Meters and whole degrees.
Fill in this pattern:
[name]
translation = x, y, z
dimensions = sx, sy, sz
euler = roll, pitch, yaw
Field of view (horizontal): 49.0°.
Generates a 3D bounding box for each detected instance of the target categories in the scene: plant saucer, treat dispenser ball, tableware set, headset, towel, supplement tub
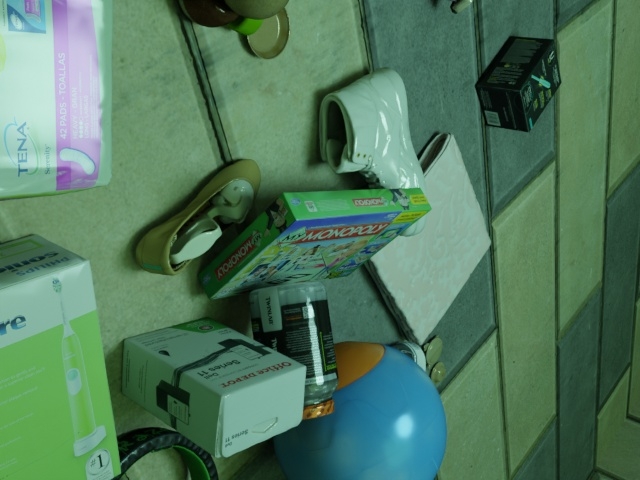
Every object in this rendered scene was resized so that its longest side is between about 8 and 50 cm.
[plant saucer]
translation = -0.076, -0.294, 0.973
dimensions = 0.083, 0.015, 0.083
euler = -23, 122, -43
[treat dispenser ball]
translation = 0.065, 0.311, 1.167
dimensions = 0.288, 0.288, 0.288
euler = -22, 121, -43
[tableware set]
translation = 0.241, 0.305, 1.588
dimensions = 0.141, 0.020, 0.169
euler = -47, 134, -30
[headset]
translation = -0.266, 0.464, 0.996
dimensions = 0.243, 0.185, 0.394
euler = 6, 85, -54
[towel]
translation = 0.220, 0.004, 1.415
dimensions = 0.317, 0.053, 0.332
euler = -51, 136, -21
[supplement tub]
translation = -0.037, 0.159, 1.022
dimensions = 0.117, 0.117, 0.190
euler = 0, 80, -50

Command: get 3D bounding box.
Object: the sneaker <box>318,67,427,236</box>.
[sneaker]
translation = 0.078, -0.119, 1.158
dimensions = 0.169, 0.108, 0.293
euler = -30, 114, -37

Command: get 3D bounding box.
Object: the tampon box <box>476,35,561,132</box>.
[tampon box]
translation = 0.419, -0.329, 1.475
dimensions = 0.161, 0.101, 0.120
euler = -53, 139, -22

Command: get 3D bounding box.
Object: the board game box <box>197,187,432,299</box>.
[board game box]
translation = 0.000, 0.000, 1.055
dimensions = 0.317, 0.046, 0.213
euler = -6, 154, -48

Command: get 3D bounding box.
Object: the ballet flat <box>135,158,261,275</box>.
[ballet flat]
translation = -0.144, -0.028, 0.954
dimensions = 0.232, 0.073, 0.080
euler = -45, 133, -29

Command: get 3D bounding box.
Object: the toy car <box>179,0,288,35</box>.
[toy car]
translation = -0.077, -0.321, 0.823
dimensions = 0.155, 0.188, 0.149
euler = 9, 98, -51

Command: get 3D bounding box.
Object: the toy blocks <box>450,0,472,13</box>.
[toy blocks]
translation = 0.255, -0.601, 1.123
dimensions = 0.260, 0.309, 0.289
euler = 31, 65, -18

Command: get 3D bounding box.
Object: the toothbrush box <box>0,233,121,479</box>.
[toothbrush box]
translation = -0.348, 0.164, 0.753
dimensions = 0.206, 0.122, 0.283
euler = -24, 123, -42

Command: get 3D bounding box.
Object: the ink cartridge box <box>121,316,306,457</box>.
[ink cartridge box]
translation = -0.142, 0.187, 0.935
dimensions = 0.153, 0.208, 0.087
euler = -11, 112, -48

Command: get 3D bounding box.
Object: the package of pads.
[package of pads]
translation = -0.340, -0.147, 0.655
dimensions = 0.296, 0.101, 0.229
euler = -11, 111, -46

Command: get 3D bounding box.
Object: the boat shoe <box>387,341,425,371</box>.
[boat shoe]
translation = 0.150, 0.359, 1.427
dimensions = 0.102, 0.108, 0.301
euler = -1, 98, -43
